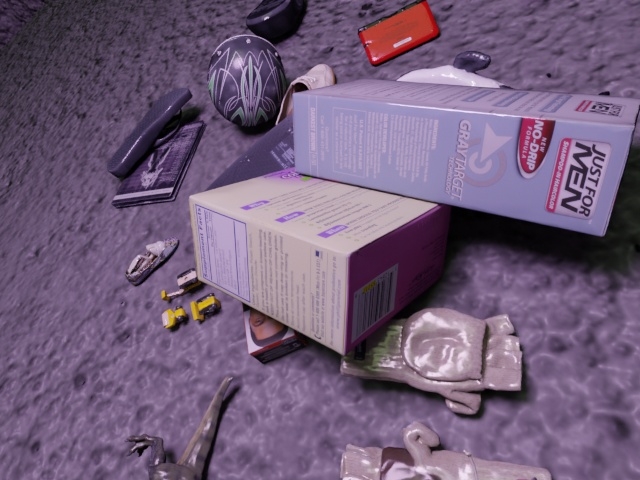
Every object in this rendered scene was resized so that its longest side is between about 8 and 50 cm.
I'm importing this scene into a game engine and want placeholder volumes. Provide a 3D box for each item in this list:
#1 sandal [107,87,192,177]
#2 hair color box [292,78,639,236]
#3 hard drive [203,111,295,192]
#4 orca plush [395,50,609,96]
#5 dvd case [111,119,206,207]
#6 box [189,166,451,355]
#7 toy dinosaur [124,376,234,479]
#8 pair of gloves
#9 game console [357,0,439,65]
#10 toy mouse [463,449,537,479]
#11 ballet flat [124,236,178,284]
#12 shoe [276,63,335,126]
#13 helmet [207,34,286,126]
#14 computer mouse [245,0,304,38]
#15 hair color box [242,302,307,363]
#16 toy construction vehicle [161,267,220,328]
[{"bbox_3d":[-0.380,-0.243,1.031,0.254,0.054,0.097,-49,42,-1],"label":"sandal"},{"bbox_3d":[0.168,-0.128,0.574,0.374,0.114,0.185,16,31,31],"label":"hair color box"},{"bbox_3d":[-0.094,-0.093,0.779,0.254,0.054,0.172,-42,48,3],"label":"hard drive"},{"bbox_3d":[0.255,-0.205,0.665,0.287,0.151,0.102,9,30,35],"label":"orca plush"},{"bbox_3d":[-0.353,-0.171,1.003,0.164,0.018,0.221,-4,54,23],"label":"dvd case"},{"bbox_3d":[0.000,0.000,0.568,0.243,0.117,0.213,20,31,35],"label":"box"},{"bbox_3d":[-0.190,0.298,0.558,0.118,0.064,0.268,-1,54,18],"label":"toy dinosaur"},{"bbox_3d":[0.121,0.191,0.482,0.204,0.042,0.240,-7,60,15],"label":"pair of gloves"},{"bbox_3d":[0.155,-0.423,0.929,0.144,0.085,0.124,-22,81,12],"label":"game console"},{"bbox_3d":[0.165,0.246,0.391,0.161,0.031,0.143,-35,69,6],"label":"toy mouse"},{"bbox_3d":[-0.307,0.031,0.820,0.114,0.041,0.041,-47,50,-10],"label":"ballet flat"},{"bbox_3d":[-0.030,-0.275,0.886,0.076,0.058,0.219,6,60,30],"label":"shoe"},{"bbox_3d":[-0.144,-0.311,0.892,0.169,0.169,0.161,-34,27,1],"label":"helmet"},{"bbox_3d":[-0.091,-0.571,1.131,0.188,0.072,0.272,-4,43,27],"label":"computer mouse"},{"bbox_3d":[-0.071,0.094,0.651,0.072,0.043,0.141,-24,50,8],"label":"hair color box"},{"bbox_3d":[-0.210,0.096,0.732,0.098,0.035,0.086,-30,60,8],"label":"toy construction vehicle"}]
